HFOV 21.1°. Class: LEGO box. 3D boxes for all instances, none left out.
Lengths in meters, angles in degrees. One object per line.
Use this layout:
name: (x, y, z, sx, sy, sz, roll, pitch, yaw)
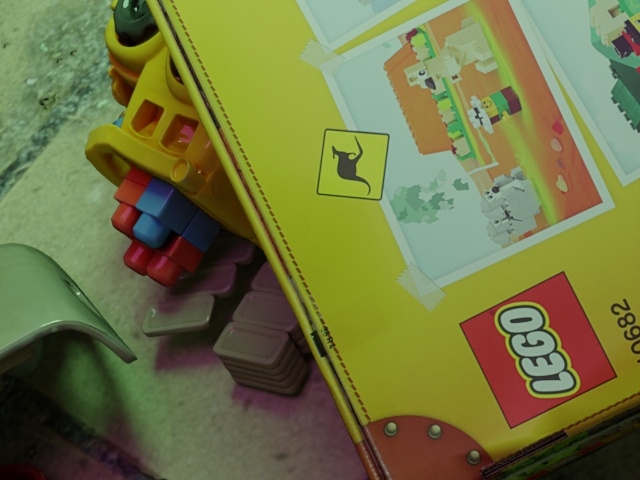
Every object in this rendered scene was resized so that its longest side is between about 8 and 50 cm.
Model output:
LEGO box: (0.120, -0.126, 1.066, 0.372, 0.193, 0.500, -27, 78, 10)

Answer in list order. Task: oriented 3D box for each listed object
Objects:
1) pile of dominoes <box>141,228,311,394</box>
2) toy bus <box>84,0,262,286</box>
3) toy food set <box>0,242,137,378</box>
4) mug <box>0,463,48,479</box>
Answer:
pile of dominoes: (0.000, 0.000, 1.301, 0.196, 0.040, 0.251, 9, 55, 36)
toy bus: (-0.103, -0.077, 1.317, 0.220, 0.149, 0.211, 28, 83, 47)
toy food set: (-0.298, 0.122, 1.263, 0.306, 0.092, 0.220, -31, 23, -10)
mug: (-0.280, 0.227, 1.249, 0.169, 0.150, 0.113, 1, 95, 33)
